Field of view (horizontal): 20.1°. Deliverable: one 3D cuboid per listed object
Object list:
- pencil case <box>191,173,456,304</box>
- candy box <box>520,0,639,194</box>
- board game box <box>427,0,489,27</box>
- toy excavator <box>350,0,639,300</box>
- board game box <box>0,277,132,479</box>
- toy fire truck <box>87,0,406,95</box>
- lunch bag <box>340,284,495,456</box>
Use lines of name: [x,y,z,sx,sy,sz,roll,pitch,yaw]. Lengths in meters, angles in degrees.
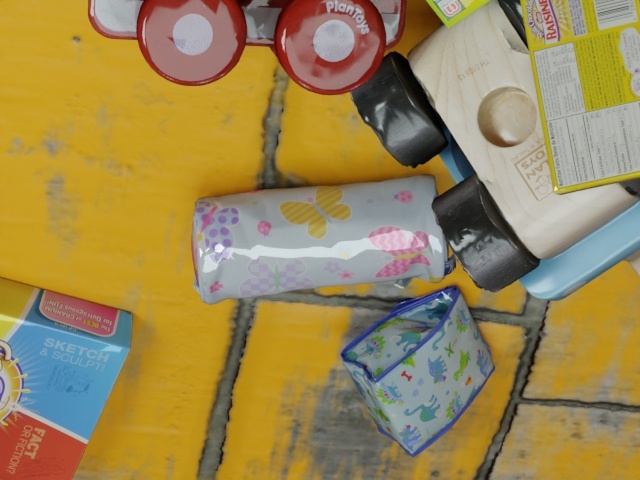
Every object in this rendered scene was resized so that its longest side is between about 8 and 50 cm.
pencil case: [0.000,0.000,1.872,0.273,0.113,0.124,-5,147,-1]
candy box: [0.238,-0.149,1.567,0.105,0.206,0.027,-12,172,22]
board game box: [0.139,-0.268,1.631,0.092,0.181,0.043,-33,113,20]
toy excavator: [0.280,-0.039,1.798,0.222,0.433,0.445,-36,165,16]
board game box: [-0.394,0.143,1.983,0.316,0.064,0.242,16,125,-15]
toy fire truck: [-0.058,-0.274,1.651,0.302,0.169,0.254,3,103,-7]
lunch bag: [0.115,0.138,1.998,0.151,0.096,0.129,-37,127,-13]
